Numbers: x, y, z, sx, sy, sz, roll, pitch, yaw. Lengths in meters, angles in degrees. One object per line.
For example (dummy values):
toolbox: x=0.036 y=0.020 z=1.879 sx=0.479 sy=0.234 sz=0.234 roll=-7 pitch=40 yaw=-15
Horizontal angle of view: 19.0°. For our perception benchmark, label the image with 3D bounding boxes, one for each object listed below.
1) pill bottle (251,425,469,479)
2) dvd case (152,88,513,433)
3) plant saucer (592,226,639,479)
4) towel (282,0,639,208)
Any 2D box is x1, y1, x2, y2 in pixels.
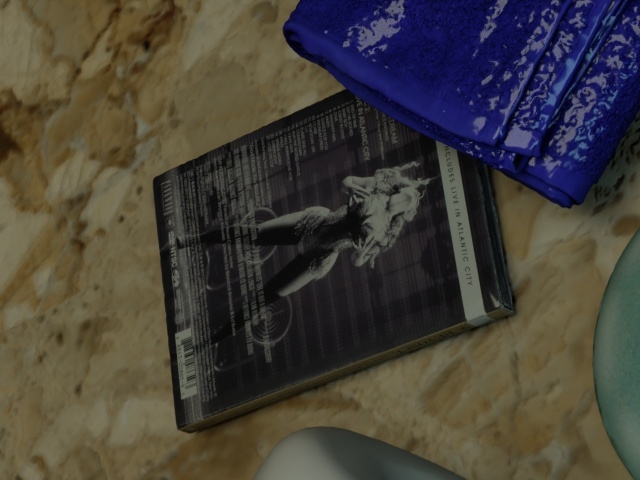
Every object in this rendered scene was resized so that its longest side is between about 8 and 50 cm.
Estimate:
pill bottle: x=-0.020 y=0.307 z=0.858 sx=0.229 sy=0.229 sz=0.407 roll=36 pitch=98 yaw=39
dvd case: x=0.000 y=0.000 z=1.083 sx=0.221 sy=0.018 sz=0.164 roll=-23 pitch=61 yaw=30
plant saucer: x=0.207 y=0.043 z=0.901 sx=0.195 sy=0.037 sz=0.195 roll=-14 pitch=66 yaw=33
towel: x=0.122 y=-0.194 z=1.007 sx=0.228 sy=0.076 sz=0.308 roll=32 pitch=91 yaw=38
